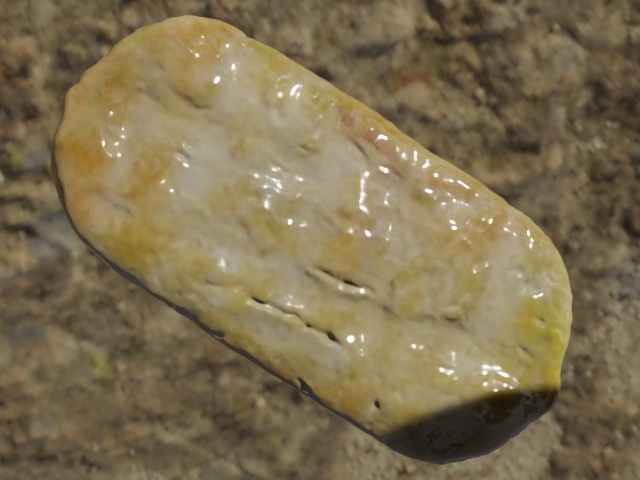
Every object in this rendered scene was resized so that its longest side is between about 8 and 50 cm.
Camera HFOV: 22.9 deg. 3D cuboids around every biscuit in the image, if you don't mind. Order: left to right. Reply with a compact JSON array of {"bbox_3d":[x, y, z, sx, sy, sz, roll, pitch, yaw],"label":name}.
[{"bbox_3d":[0.000,0.000,0.401,0.147,0.018,0.071,34,82,-6],"label":"biscuit"}]
